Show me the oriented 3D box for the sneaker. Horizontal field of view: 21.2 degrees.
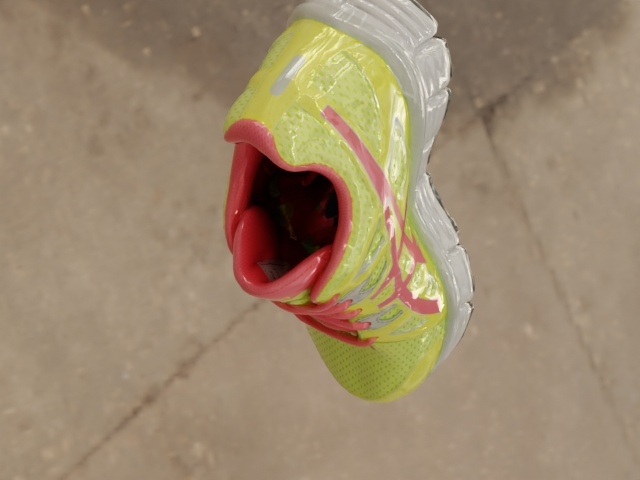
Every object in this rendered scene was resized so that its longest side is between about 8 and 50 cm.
[{"bbox_3d":[0.000,0.000,0.654,0.094,0.081,0.208,-49,146,-31],"label":"sneaker"}]
